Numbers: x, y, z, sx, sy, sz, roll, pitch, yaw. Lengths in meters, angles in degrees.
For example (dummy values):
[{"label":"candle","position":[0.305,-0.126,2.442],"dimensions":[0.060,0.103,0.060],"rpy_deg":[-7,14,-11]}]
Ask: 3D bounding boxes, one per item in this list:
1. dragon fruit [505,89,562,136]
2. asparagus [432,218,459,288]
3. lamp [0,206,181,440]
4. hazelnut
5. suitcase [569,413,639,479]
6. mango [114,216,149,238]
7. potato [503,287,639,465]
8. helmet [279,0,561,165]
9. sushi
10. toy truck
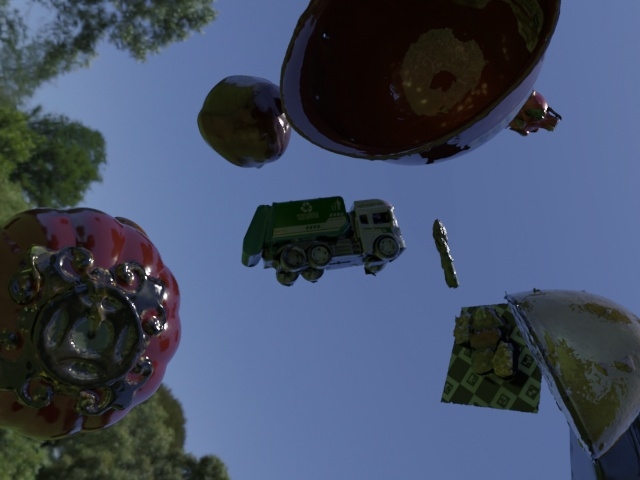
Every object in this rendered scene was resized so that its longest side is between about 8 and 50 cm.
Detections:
[{"label":"dragon fruit","position":[0.371,-0.229,1.185],"dimensions":[0.116,0.081,0.086],"rpy_deg":[23,-20,23]},{"label":"asparagus","position":[0.264,0.028,1.407],"dimensions":[0.030,0.036,0.165],"rpy_deg":[-10,-65,21]},{"label":"lamp","position":[-0.251,0.078,0.650],"dimensions":[0.227,0.227,0.226],"rpy_deg":[32,-51,52]},{"label":"hazelnut","position":[-0.164,-0.266,1.494],"dimensions":[0.229,0.230,0.229],"rpy_deg":[32,-51,52]},{"label":"suitcase","position":[0.486,0.426,1.038],"dimensions":[0.339,0.189,0.345],"rpy_deg":[-62,147,-64]},{"label":"mango","position":[-0.383,0.002,1.318],"dimensions":[0.114,0.060,0.080],"rpy_deg":[27,-42,5]},{"label":"potato","position":[0.283,0.119,0.685],"dimensions":[0.202,0.117,0.182],"rpy_deg":[-26,92,-81]},{"label":"helmet","position":[0.151,-0.236,0.943],"dimensions":[0.337,0.385,0.230],"rpy_deg":[41,0,28]},{"label":"sushi","position":[0.427,0.281,1.679],"dimensions":[0.294,0.059,0.292],"rpy_deg":[-12,-126,48]},{"label":"toy truck","position":[0.000,0.000,1.050],"dimensions":[0.114,0.254,0.124],"rpy_deg":[116,-36,-72]}]
